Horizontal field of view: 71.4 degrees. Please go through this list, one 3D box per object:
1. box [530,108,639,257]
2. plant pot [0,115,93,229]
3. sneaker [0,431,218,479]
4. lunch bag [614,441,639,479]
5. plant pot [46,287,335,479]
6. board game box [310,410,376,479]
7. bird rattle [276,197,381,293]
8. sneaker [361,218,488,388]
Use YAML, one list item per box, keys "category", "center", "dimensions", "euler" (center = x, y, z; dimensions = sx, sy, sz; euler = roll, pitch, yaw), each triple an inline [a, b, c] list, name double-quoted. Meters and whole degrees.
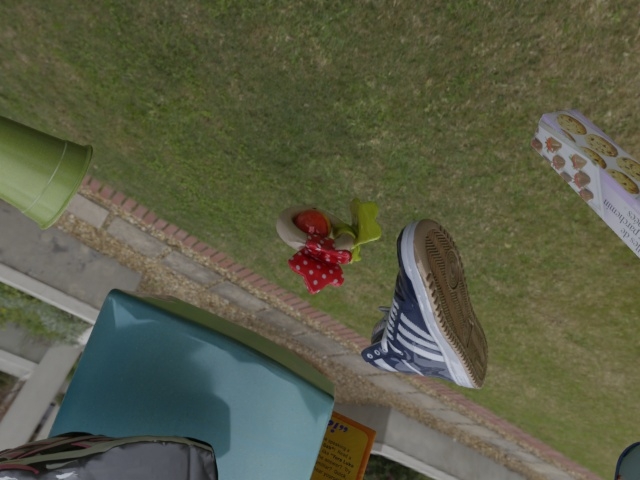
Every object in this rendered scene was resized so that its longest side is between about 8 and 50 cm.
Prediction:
- category: "box"
  center: [0.425, -0.074, 0.636]
  dimensions: [0.067, 0.324, 0.063]
  euler: [-12, 140, -9]
- category: "plant pot"
  center: [-0.246, -0.063, 0.361]
  dimensions: [0.083, 0.083, 0.079]
  euler: [-10, 149, 41]
- category: "sneaker"
  center: [-0.165, 0.168, 0.332]
  dimensions: [0.178, 0.072, 0.077]
  euler: [8, 179, -19]
- category: "lunch bag"
  center: [0.361, 0.301, 0.394]
  dimensions: [0.176, 0.219, 0.090]
  euler: [-17, 117, 49]
- category: "plant pot"
  center: [-0.110, 0.172, 0.470]
  dimensions: [0.234, 0.166, 0.165]
  euler: [19, 171, 6]
- category: "board game box"
  center: [-0.162, 0.477, 0.736]
  dimensions: [0.356, 0.356, 0.356]
  euler: [22, 125, 11]
- category: "bird rattle"
  center: [0.000, 0.000, 0.913]
  dimensions: [0.207, 0.253, 0.143]
  euler: [31, 129, 24]
- category: "sneaker"
  center: [0.110, 0.091, 0.572]
  dimensions: [0.153, 0.099, 0.282]
  euler: [0, 135, 36]
